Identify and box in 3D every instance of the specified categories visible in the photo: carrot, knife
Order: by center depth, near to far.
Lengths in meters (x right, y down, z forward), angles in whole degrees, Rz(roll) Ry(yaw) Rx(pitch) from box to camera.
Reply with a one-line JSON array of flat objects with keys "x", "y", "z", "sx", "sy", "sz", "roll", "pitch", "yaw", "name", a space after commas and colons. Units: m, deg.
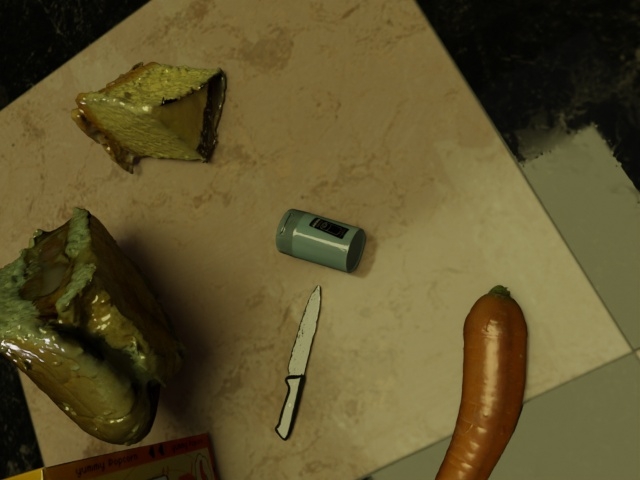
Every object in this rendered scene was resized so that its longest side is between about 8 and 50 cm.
[{"x": 0.146, "y": 0.175, "z": 0.574, "sx": 0.066, "sy": 0.062, "sz": 0.271, "roll": 12, "pitch": 88, "yaw": -11, "name": "carrot"}, {"x": -0.023, "y": 0.131, "z": 0.670, "sx": 0.023, "sy": 0.010, "sz": 0.170, "roll": 12, "pitch": 83, "yaw": 16, "name": "knife"}]

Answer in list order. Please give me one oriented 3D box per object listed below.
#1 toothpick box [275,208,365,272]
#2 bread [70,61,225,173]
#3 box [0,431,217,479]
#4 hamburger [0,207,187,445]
[{"x": 0.000, "y": 0.000, "z": 0.662, "sx": 0.083, "sy": 0.052, "sz": 0.052, "roll": 16, "pitch": 86, "yaw": 21, "name": "toothpick box"}, {"x": -0.204, "y": -0.171, "z": 0.751, "sx": 0.147, "sy": 0.127, "sz": 0.152, "roll": 6, "pitch": 65, "yaw": 22, "name": "bread"}, {"x": -0.213, "y": 0.350, "z": 0.566, "sx": 0.214, "sy": 0.259, "sz": 0.283, "roll": -21, "pitch": 74, "yaw": 14, "name": "box"}, {"x": -0.234, "y": 0.094, "z": 0.646, "sx": 0.133, "sy": 0.211, "sz": 0.309, "roll": -34, "pitch": 27, "yaw": -10, "name": "hamburger"}]
